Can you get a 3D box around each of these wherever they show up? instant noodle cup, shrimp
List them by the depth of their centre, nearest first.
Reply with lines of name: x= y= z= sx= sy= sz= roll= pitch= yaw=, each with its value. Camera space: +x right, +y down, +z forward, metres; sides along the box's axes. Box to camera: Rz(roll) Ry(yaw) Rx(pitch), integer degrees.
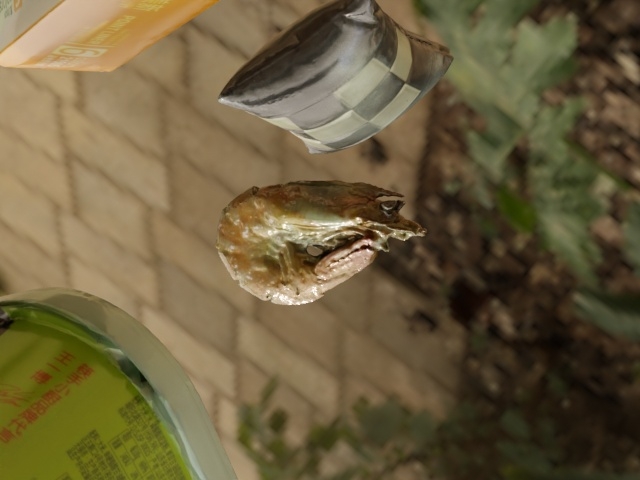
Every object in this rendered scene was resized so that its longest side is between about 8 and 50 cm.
instant noodle cup: x=-0.227 y=0.211 z=1.080 sx=0.294 sy=0.308 sz=0.294 roll=17 pitch=123 yaw=28
shrimp: x=0.001 y=0.000 z=1.839 sx=0.217 sy=0.051 sz=0.115 roll=-5 pitch=103 yaw=25

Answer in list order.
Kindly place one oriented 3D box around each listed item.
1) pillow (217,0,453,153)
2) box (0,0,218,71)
pillow: x=0.017 y=-0.167 z=1.965 sx=0.106 sy=0.186 sz=0.250 roll=61 pitch=-166 yaw=19
box: x=-0.123 y=-0.231 z=1.194 sx=0.091 sy=0.221 sz=0.274 roll=5 pitch=173 yaw=-23
